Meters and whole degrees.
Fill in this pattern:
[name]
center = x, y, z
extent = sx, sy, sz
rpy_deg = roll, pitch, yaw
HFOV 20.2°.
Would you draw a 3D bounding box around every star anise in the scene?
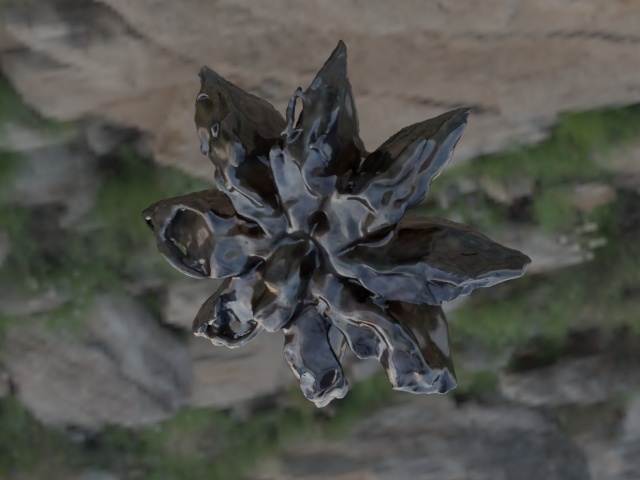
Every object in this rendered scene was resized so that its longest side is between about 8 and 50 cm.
[star anise]
center = 0.002, 0.001, 1.439
extent = 0.331, 0.332, 0.117
rpy_deg = -23, -165, 32
